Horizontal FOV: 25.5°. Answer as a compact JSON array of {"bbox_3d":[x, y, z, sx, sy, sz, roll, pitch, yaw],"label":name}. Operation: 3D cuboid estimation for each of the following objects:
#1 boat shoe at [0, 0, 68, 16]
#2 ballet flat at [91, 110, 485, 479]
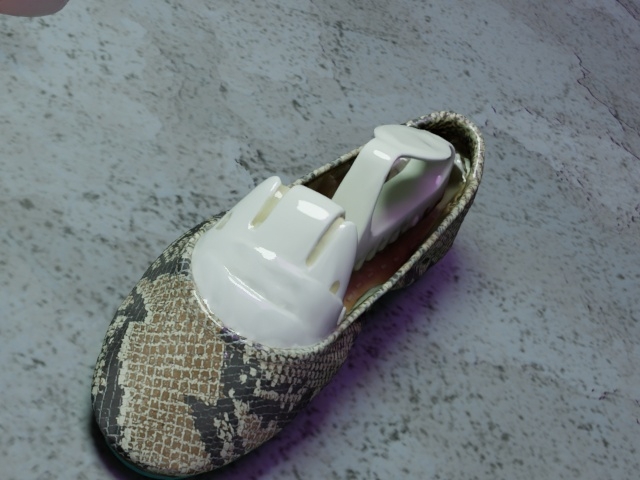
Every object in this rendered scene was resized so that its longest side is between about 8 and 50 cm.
[{"bbox_3d":[-0.234,-0.196,0.868,0.184,0.066,0.063,19,38,-3],"label":"boat shoe"},{"bbox_3d":[0.000,0.000,1.116,0.164,0.182,0.483,40,37,9],"label":"ballet flat"}]
